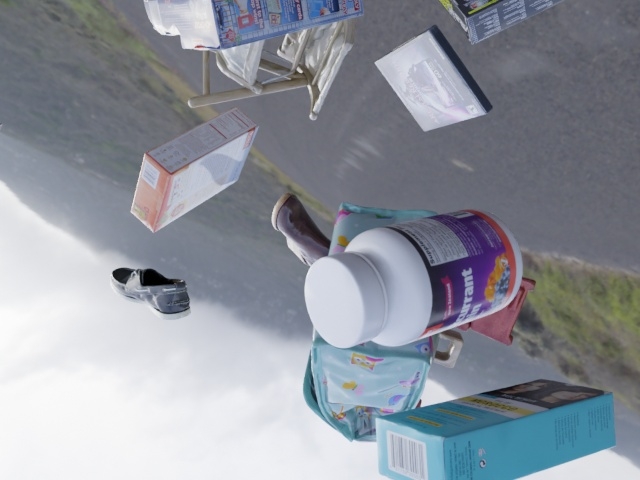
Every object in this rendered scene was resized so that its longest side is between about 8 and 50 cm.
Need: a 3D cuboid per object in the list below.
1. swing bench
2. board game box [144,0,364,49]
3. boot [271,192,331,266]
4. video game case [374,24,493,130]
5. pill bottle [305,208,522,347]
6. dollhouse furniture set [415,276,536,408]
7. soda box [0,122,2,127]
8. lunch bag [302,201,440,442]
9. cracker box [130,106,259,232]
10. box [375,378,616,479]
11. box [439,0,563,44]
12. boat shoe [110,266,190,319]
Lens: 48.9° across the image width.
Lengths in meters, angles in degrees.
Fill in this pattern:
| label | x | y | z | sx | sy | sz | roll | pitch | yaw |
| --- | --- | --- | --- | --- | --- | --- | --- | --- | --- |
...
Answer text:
| label | x | y | z | sx | sy | sz | roll | pitch | yaw |
| --- | --- | --- | --- | --- | --- | --- | --- | --- | --- |
| swing bench | -0.093 | -0.348 | 1.226 | 0.255 | 0.165 | 0.253 | 2 | 160 | -15 |
| board game box | -0.063 | -0.252 | 0.755 | 0.194 | 0.060 | 0.194 | -19 | -157 | -26 |
| boot | 0.000 | 0.000 | 1.635 | 0.207 | 0.090 | 0.248 | 30 | 160 | 23 |
| video game case | 0.226 | -0.326 | 1.460 | 0.196 | 0.026 | 0.274 | 52 | 166 | -12 |
| pill bottle | 0.086 | 0.036 | 0.648 | 0.194 | 0.108 | 0.108 | -12 | -148 | -36 |
| dollhouse furniture set | 0.216 | 0.195 | 1.242 | 0.152 | 0.373 | 0.201 | 20 | -169 | -1 |
| soda box | -0.558 | -0.154 | 1.069 | 0.069 | 0.073 | 0.216 | 31 | -172 | -16 |
| lunch bag | 0.069 | 0.115 | 0.904 | 0.160 | 0.223 | 0.262 | 7 | 144 | 7 |
| cracker box | -0.226 | -0.132 | 1.275 | 0.067 | 0.155 | 0.232 | 41 | -134 | 11 |
| box | 0.183 | 0.195 | 0.717 | 0.245 | 0.060 | 0.101 | -3 | -179 | -33 |
| box | 0.350 | -0.487 | 1.270 | 0.060 | 0.270 | 0.216 | 58 | -171 | -47 |
| boat shoe | -0.341 | 0.086 | 1.404 | 0.233 | 0.079 | 0.084 | 17 | -150 | 41 |
